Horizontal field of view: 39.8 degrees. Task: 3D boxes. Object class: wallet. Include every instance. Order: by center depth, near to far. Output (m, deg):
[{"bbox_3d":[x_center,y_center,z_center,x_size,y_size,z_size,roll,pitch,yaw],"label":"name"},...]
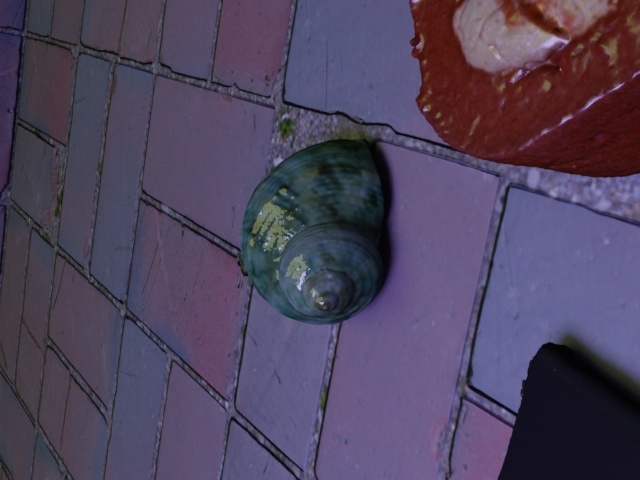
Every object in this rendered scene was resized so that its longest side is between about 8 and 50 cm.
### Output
[{"bbox_3d":[0.218,0.188,0.618,0.250,0.044,0.149,37,123,50],"label":"wallet"}]

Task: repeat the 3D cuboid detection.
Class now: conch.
[{"bbox_3d":[-0.002,-0.003,0.892,0.176,0.122,0.188,-35,61,22],"label":"conch"}]

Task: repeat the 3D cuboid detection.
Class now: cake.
[{"bbox_3d":[0.190,-0.150,0.580,0.283,0.151,0.177,-40,52,43],"label":"cake"}]
